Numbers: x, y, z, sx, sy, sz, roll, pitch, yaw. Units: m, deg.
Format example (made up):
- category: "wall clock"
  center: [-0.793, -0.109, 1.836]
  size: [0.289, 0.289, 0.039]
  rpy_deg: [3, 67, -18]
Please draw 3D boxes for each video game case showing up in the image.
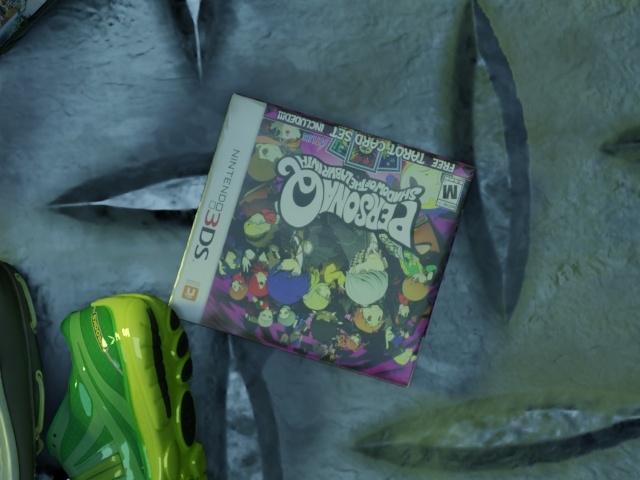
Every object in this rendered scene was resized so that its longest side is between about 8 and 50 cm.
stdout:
- category: "video game case"
  center: [0.000, 0.000, 1.514]
  size: [0.232, 0.042, 0.210]
  rpy_deg: [18, 91, -2]

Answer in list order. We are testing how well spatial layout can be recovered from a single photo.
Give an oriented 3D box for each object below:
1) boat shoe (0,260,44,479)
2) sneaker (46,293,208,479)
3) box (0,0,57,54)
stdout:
- category: "boat shoe"
  center: [-0.282, 0.156, 1.451]
  size: [0.109, 0.091, 0.305]
  rpy_deg: [-18, 74, 30]
- category: "sneaker"
  center: [-0.174, 0.193, 1.493]
  size: [0.123, 0.109, 0.296]
  rpy_deg: [0, 95, 27]
- category: "box"
  center: [-0.315, -0.286, 1.449]
  size: [0.233, 0.159, 0.044]
  rpy_deg: [52, 44, -5]
